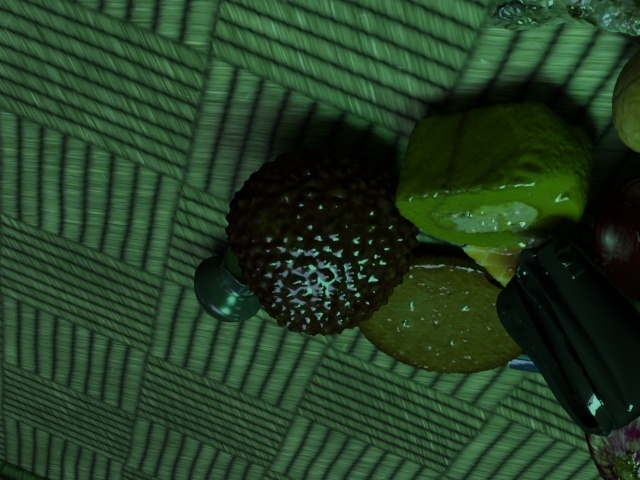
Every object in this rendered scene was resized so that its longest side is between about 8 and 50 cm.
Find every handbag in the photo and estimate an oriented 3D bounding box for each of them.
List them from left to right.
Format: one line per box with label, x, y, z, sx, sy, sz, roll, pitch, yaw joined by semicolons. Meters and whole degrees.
handbag;0.342;0.129;1.653;0.257;0.113;0.285;56;171;12

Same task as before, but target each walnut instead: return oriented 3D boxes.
walnut;0.420;-0.168;1.418;0.159;0.159;0.207;26;154;-6

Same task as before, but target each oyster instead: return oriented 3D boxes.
oyster;0.283;-0.271;1.433;0.199;0.061;0.106;-8;136;38

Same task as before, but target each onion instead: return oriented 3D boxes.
onion;0.530;0.279;1.950;0.256;0.272;0.230;-18;105;37
onion;0.481;0.024;1.541;0.314;0.314;0.232;18;104;6

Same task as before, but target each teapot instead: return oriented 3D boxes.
teapot;-0.134;0.073;2.140;0.165;0.130;0.119;5;143;-37

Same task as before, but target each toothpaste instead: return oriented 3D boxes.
toothpaste;0.388;0.208;2.086;0.197;0.035;0.057;8;153;17

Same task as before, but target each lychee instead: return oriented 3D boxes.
lychee;0.000;0.000;1.805;0.304;0.276;0.275;-33;121;28

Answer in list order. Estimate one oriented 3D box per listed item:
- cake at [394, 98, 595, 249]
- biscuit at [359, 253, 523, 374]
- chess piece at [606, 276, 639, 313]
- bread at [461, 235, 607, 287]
cake;0.239;-0.083;1.647;0.260;0.156;0.179;-3;157;40
biscuit;0.203;0.121;2.030;0.305;0.038;0.305;7;140;6
chess piece;0.560;0.130;1.769;0.299;0.167;0.167;-1;141;26
bread;0.316;0.031;1.841;0.188;0.068;0.125;38;144;-22
